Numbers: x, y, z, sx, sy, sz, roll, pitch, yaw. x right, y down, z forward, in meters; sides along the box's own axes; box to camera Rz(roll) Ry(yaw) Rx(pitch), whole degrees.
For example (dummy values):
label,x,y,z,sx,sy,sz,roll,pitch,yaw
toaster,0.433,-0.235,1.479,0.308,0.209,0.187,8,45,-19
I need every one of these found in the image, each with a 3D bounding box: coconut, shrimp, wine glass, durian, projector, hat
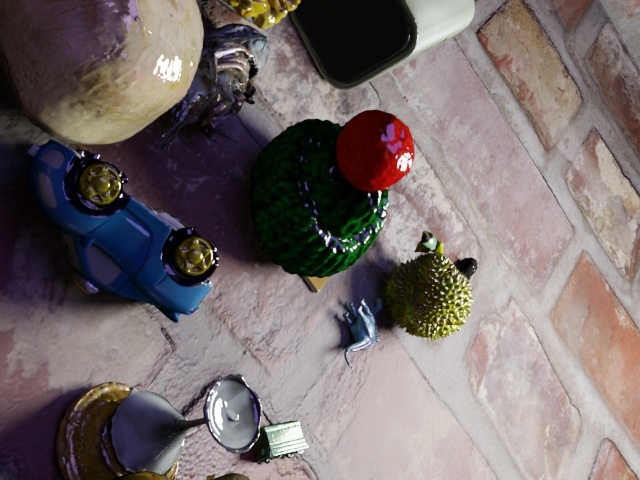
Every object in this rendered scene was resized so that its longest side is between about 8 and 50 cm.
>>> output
label,x,y,z,sx,sy,sz,roll,pitch,yaw
coconut,-0.298,-0.291,1.277,0.297,0.254,0.297,44,23,-24
shrimp,-0.164,-0.267,1.507,0.137,0.172,0.372,15,40,-5
wine glass,-0.167,0.230,1.172,0.122,0.182,0.122,22,57,-40
durian,0.201,0.102,1.738,0.146,0.159,0.198,46,12,-34
projector,0.118,-0.466,1.826,0.249,0.248,0.248,-34,98,-47
hat,0.045,-0.102,1.516,0.242,0.332,0.274,13,60,-32

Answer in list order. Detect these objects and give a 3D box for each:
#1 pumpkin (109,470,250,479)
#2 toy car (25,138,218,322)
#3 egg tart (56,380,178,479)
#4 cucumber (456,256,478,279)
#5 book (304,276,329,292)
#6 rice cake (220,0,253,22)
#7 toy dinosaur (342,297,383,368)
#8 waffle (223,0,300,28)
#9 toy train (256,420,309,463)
label,x,y,z,sx,sy,sz,roll,pitch,yaw
pumpkin,-0.165,0.433,1.136,0.324,0.242,0.232,12,25,-44
toy car,-0.288,-0.007,1.278,0.314,0.198,0.166,40,80,-24
egg tart,-0.258,0.279,1.249,0.191,0.074,0.191,23,57,-40
cucumber,0.277,0.085,1.903,0.043,0.039,0.163,41,42,3
book,0.000,0.000,1.676,0.118,0.012,0.172,55,43,-12
rice cake,-0.182,-0.453,1.676,0.207,0.033,0.033,29,44,-33
toy dinosaur,0.076,0.153,1.662,0.080,0.045,0.197,57,33,-18
waffle,-0.165,-0.502,1.652,0.329,0.062,0.329,34,36,-29
toy train,-0.063,0.315,1.457,0.093,0.038,0.056,0,67,-45
